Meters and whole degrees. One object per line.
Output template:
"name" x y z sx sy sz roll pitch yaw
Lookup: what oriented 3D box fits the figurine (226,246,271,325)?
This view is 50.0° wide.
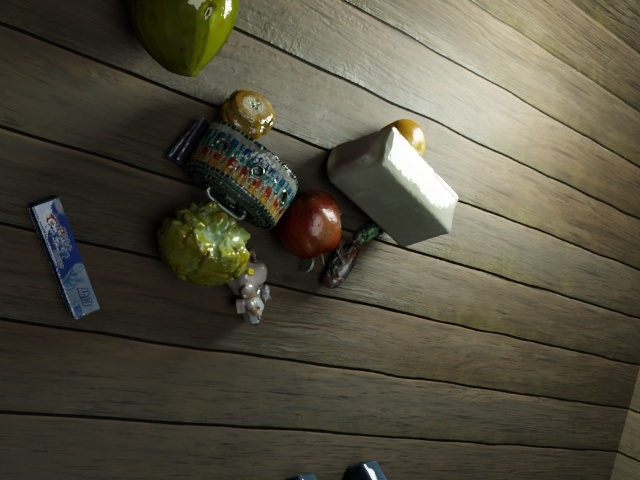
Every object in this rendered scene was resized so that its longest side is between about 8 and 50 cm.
"figurine" -0.187 0.112 1.765 0.137 0.112 0.229 -72 158 -58

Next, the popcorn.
"popcorn" -0.278 0.014 1.625 0.221 0.204 0.184 36 58 -35

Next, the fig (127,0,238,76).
"fig" -0.295 -0.491 1.505 0.239 0.239 0.271 -20 124 -31

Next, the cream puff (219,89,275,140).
"cream puff" -0.184 -0.300 1.686 0.126 0.103 0.144 50 38 7

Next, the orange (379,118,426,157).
"orange" 0.230 -0.276 1.986 0.154 0.134 0.155 -35 138 -38

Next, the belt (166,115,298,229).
"belt" -0.201 -0.147 1.646 0.295 0.207 0.160 42 72 -32

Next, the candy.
"candy" 0.204 -0.143 1.914 0.358 0.208 0.145 41 51 -33

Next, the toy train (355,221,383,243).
"toy train" 0.140 -0.023 2.007 0.083 0.053 0.033 -37 118 -26

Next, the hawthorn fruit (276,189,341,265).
"hawthorn fruit" -0.021 -0.028 1.810 0.179 0.179 0.200 -30 100 -28

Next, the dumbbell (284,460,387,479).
"dumbbell" 0.046 0.747 2.030 0.316 0.156 0.144 3 67 -36

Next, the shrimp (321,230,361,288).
"shrimp" 0.066 0.052 1.962 0.073 0.075 0.190 30 87 -3

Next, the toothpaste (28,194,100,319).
"toothpaste" -0.564 0.039 1.514 0.066 0.053 0.272 -25 112 -30

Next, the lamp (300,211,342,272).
"lamp" 0.000 0.000 1.913 0.056 0.050 0.198 25 84 -38
